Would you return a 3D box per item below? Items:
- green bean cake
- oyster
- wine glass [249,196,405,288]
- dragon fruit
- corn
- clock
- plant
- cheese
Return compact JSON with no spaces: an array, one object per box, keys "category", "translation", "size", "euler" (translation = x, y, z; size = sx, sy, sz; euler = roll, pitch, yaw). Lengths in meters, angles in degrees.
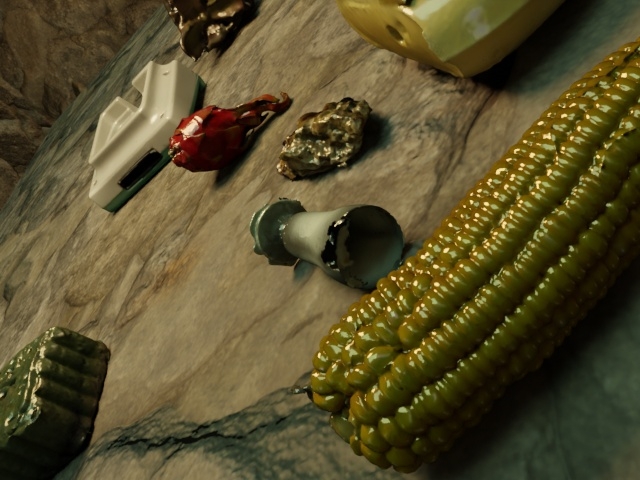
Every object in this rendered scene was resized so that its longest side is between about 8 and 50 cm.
[{"category":"green bean cake","translation":[-0.369,0.215,0.811],"size":[0.173,0.094,0.181],"euler":[-39,33,20]},{"category":"oyster","translation":[0.000,-0.119,0.709],"size":[0.105,0.056,0.177],"euler":[-48,24,-10]},{"category":"wine glass","translation":[0.000,0.000,0.559],"size":[0.155,0.072,0.072],"euler":[11,66,59]},{"category":"dragon fruit","translation":[-0.130,-0.162,0.921],"size":[0.190,0.094,0.094],"euler":[-27,32,-1]},{"category":"corn","translation":[0.117,0.003,0.359],"size":[0.313,0.102,0.102],"euler":[-48,30,6]},{"category":"clock","translation":[-0.361,-0.219,1.260],"size":[0.262,0.116,0.231],"euler":[-38,33,26]},{"category":"plant","translation":[-0.248,-0.520,1.366],"size":[0.204,0.178,0.234],"euler":[-44,24,11]},{"category":"cheese","translation":[0.170,-0.298,0.598],"size":[0.316,0.128,0.259],"euler":[-48,41,2]}]
